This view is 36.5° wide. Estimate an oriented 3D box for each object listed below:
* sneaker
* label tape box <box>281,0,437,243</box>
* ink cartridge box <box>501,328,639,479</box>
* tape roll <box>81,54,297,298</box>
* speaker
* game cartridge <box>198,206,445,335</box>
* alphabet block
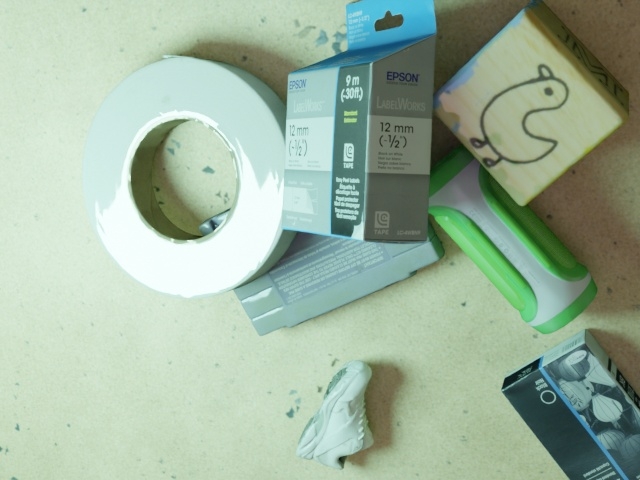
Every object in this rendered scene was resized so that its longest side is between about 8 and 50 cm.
[{"bbox_3d":[0.050,0.303,1.667,0.115,0.090,0.232,27,123,0],"label":"sneaker"},{"bbox_3d":[0.048,-0.177,1.364,0.115,0.249,0.347,-2,96,-28],"label":"label tape box"},{"bbox_3d":[0.453,0.316,1.546,0.165,0.065,0.332,-37,95,25],"label":"ink cartridge box"},{"bbox_3d":[-0.208,-0.101,1.568,0.392,0.072,0.391,3,97,23],"label":"tape roll"},{"bbox_3d":[0.277,-0.004,1.455,0.131,0.131,0.296,-41,93,25],"label":"speaker"},{"bbox_3d":[0.000,0.000,1.586,0.355,0.068,0.230,-24,103,23],"label":"game cartridge"},{"bbox_3d":[0.291,-0.197,1.348,0.197,0.193,0.192,46,117,-1],"label":"alphabet block"}]
